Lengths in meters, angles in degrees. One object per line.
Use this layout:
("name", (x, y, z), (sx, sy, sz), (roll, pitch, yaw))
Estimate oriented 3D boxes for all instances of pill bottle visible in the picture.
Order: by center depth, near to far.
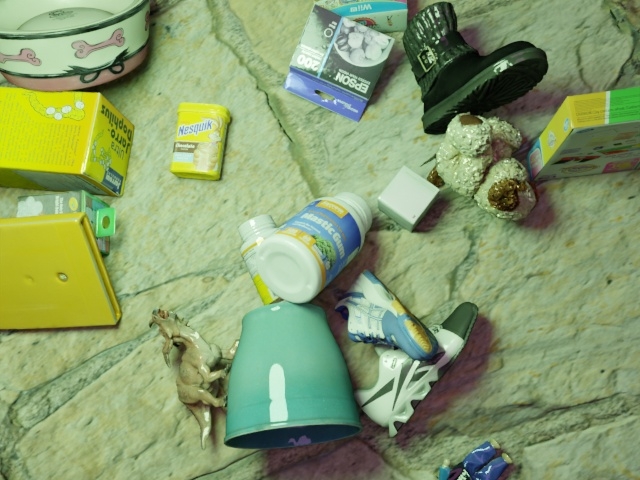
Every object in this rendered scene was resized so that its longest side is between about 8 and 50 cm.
("pill bottle", (0.000, 0.000, 1.225), (0.152, 0.152, 0.272), (35, 43, 12))
("pill bottle", (-0.103, 0.053, 1.301), (0.117, 0.117, 0.215), (-26, 77, 1))

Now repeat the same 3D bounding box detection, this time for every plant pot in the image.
("plant pot", (-0.063, 0.272, 1.192), (0.272, 0.271, 0.255), (-8, 63, 5))

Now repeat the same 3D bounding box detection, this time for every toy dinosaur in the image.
("toy dinosaur", (-0.275, 0.291, 1.277), (0.200, 0.127, 0.295), (2, 91, 14))

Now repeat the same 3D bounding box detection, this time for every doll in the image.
("doll", (0.308, 0.498, 1.203), (0.189, 0.046, 0.129), (-38, 76, -2))

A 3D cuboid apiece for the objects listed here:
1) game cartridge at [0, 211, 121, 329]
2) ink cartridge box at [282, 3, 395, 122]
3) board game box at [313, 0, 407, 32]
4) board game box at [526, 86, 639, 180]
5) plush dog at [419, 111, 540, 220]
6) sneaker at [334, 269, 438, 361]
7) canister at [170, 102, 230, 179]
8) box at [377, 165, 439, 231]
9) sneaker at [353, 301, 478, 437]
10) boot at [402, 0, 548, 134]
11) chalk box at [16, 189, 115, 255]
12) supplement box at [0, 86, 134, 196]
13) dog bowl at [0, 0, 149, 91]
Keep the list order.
("game cartridge", (-0.641, 0.074, 1.305), (0.324, 0.052, 0.285), (-2, 121, 7))
("ink cartridge box", (0.038, -0.412, 1.366), (0.206, 0.045, 0.208), (24, 104, 0))
("board game box", (0.092, -0.662, 1.435), (0.224, 0.097, 0.303), (-5, 79, 6))
("board game box", (0.576, -0.209, 1.176), (0.242, 0.316, 0.064), (-6, 78, 5))
("plush dog", (0.362, -0.132, 1.256), (0.225, 0.262, 0.210), (50, 121, 22))
("sneaker", (0.129, 0.180, 1.199), (0.131, 0.296, 0.112), (-46, 118, 2))
("canister", (-0.290, -0.237, 1.403), (0.126, 0.073, 0.169), (5, 81, 8))
("box", (0.196, -0.093, 1.312), (0.101, 0.087, 0.102), (37, 85, 12))
("sneaker", (0.196, 0.239, 1.228), (0.146, 0.122, 0.330), (39, 85, 10))
("boot", (0.311, -0.407, 1.254), (0.131, 0.348, 0.260), (-1, 78, -32))
("chalk box", (-0.576, -0.034, 1.366), (0.213, 0.132, 0.132), (-4, 77, 5))
("supplement box", (-0.660, -0.233, 1.381), (0.357, 0.194, 0.195), (5, 79, 7))
("dog bowl", (-0.591, -0.491, 1.363), (0.408, 0.150, 0.408), (-1, 42, 1))
